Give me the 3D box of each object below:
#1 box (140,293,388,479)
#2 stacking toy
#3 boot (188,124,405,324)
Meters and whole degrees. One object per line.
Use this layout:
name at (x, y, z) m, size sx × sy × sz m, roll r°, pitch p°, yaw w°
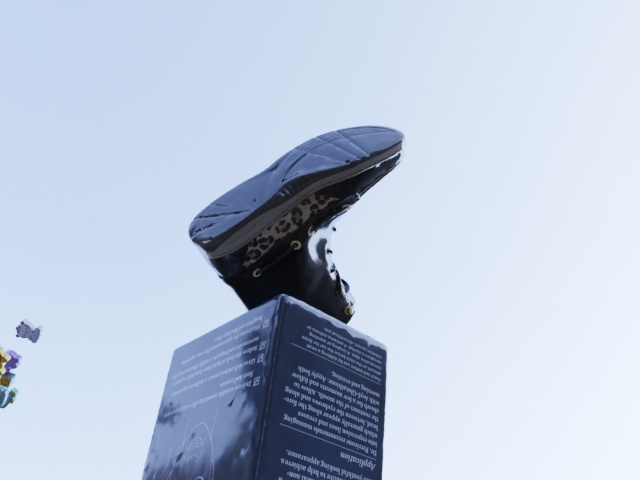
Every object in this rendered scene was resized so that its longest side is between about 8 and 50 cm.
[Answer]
box at (-0.087, 0.323, 0.838) m, size 0.212 × 0.395 × 0.294 m, roll 31°, pitch -41°, yaw -30°
stacking toy at (-0.643, 0.278, 1.226) m, size 0.052 × 0.167 × 0.221 m, roll 24°, pitch -79°, yaw -6°
boot at (0.000, 0.000, 1.012) m, size 0.378 × 0.138 × 0.284 m, roll -34°, pitch -53°, yaw -19°
